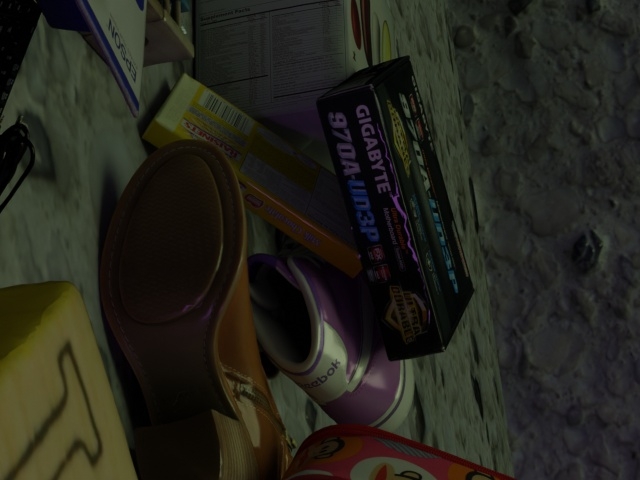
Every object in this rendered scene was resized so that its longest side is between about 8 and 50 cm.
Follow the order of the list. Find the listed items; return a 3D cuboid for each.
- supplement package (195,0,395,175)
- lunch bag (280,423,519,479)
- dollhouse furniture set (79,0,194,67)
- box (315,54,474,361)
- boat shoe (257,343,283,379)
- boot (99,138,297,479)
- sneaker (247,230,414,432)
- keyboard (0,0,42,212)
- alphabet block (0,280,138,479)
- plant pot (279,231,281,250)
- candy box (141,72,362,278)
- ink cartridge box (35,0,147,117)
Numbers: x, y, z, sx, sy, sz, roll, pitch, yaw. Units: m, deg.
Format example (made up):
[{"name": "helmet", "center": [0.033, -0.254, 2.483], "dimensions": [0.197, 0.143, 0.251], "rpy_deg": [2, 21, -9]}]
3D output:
[{"name": "supplement package", "center": [-0.017, -0.161, 1.419], "dimensions": [0.194, 0.149, 0.203], "rpy_deg": [53, 31, -61]}, {"name": "lunch bag", "center": [0.065, 0.297, 1.076], "dimensions": [0.120, 0.258, 0.293], "rpy_deg": [-54, 162, -70]}, {"name": "dollhouse furniture set", "center": [-0.090, -0.223, 1.098], "dimensions": [0.129, 0.184, 0.129], "rpy_deg": [50, 33, -64]}, {"name": "box", "center": [0.065, -0.031, 1.238], "dimensions": [0.175, 0.051, 0.220], "rpy_deg": [-46, 121, -71]}, {"name": "boat shoe", "center": [-0.046, 0.094, 1.332], "dimensions": [0.170, 0.063, 0.059], "rpy_deg": [29, 55, -61]}, {"name": "boot", "center": [-0.072, 0.085, 1.133], "dimensions": [0.220, 0.109, 0.283], "rpy_deg": [49, 30, -70]}, {"name": "sneaker", "center": [-0.007, 0.019, 1.277], "dimensions": [0.161, 0.102, 0.282], "rpy_deg": [39, 24, -39]}, {"name": "keyboard", "center": [-0.174, -0.031, 0.744], "dimensions": [0.192, 0.038, 0.100], "rpy_deg": [-65, 169, 11]}, {"name": "alphabet block", "center": [-0.171, 0.148, 0.533], "dimensions": [0.193, 0.192, 0.197], "rpy_deg": [-67, 146, -68]}, {"name": "plant pot", "center": [0.000, 0.000, 1.537], "dimensions": [0.083, 0.081, 0.081], "rpy_deg": [53, 28, -35]}, {"name": "candy box", "center": [-0.044, -0.055, 1.238], "dimensions": [0.206, 0.027, 0.105], "rpy_deg": [34, 29, -8]}, {"name": "ink cartridge box", "center": [-0.140, -0.245, 0.785], "dimensions": [0.176, 0.069, 0.371], "rpy_deg": [67, 14, -47]}]
